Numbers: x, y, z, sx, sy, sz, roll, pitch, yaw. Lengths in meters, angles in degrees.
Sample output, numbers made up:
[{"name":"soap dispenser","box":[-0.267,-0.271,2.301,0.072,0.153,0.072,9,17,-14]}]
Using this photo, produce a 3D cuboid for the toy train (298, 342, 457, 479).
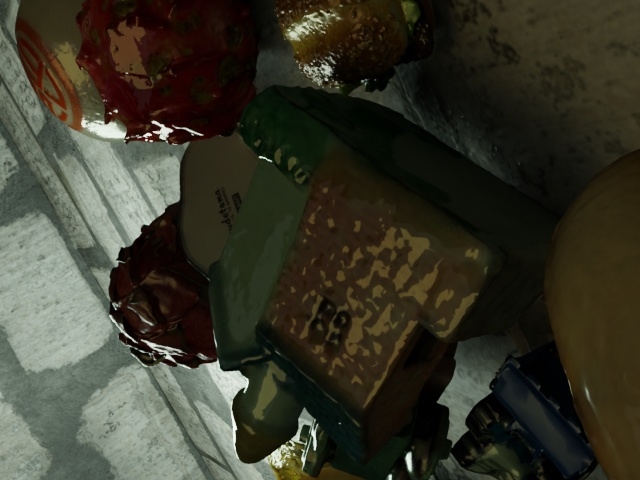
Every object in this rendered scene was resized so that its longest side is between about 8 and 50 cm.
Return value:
[{"name":"toy train","box":[0.071,0.160,0.891,0.150,0.222,0.304,17,153,4]}]

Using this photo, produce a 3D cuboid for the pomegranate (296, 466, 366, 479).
[{"name":"pomegranate","box":[0.075,0.532,1.157,0.416,0.416,0.417,42,152,29]}]

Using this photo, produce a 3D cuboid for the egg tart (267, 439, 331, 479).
[{"name":"egg tart","box":[0.000,0.461,1.516,0.241,0.106,0.241,40,151,27]}]

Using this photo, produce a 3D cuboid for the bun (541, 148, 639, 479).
[{"name":"bun","box":[0.258,0.073,0.411,0.164,0.299,0.299,-36,87,33]}]

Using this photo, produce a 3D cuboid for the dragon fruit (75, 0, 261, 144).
[{"name":"dragon fruit","box":[-0.170,-0.232,0.893,0.205,0.210,0.268,1,134,14]}]

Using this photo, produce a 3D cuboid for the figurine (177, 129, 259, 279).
[{"name":"figurine","box":[-0.096,-0.031,1.139,0.141,0.166,0.250,20,-124,-63]}]

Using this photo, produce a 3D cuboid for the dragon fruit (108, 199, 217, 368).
[{"name":"dragon fruit","box":[-0.221,0.078,1.307,0.244,0.244,0.299,36,133,38]}]

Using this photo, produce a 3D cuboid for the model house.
[{"name":"model house","box":[0.020,0.066,0.712,0.267,0.194,0.325,40,114,30]}]

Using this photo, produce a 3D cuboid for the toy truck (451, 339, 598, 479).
[{"name":"toy truck","box":[0.214,0.181,0.754,0.113,0.126,0.208,50,155,27]}]

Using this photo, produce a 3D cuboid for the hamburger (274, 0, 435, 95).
[{"name":"hamburger","box":[0.026,-0.191,0.698,0.166,0.087,0.137,5,125,60]}]

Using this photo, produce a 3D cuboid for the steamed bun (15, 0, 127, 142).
[{"name":"steamed bun","box":[-0.342,-0.266,1.181,0.283,0.177,0.283,42,153,28]}]
